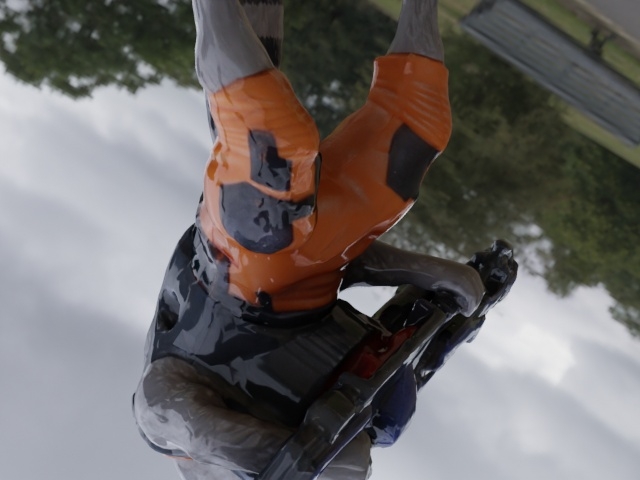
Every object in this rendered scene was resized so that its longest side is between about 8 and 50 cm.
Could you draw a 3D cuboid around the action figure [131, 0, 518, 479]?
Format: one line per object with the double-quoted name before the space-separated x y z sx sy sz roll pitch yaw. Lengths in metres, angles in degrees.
"action figure" 0.000 0.000 0.581 0.178 0.330 0.341 24 -159 20
